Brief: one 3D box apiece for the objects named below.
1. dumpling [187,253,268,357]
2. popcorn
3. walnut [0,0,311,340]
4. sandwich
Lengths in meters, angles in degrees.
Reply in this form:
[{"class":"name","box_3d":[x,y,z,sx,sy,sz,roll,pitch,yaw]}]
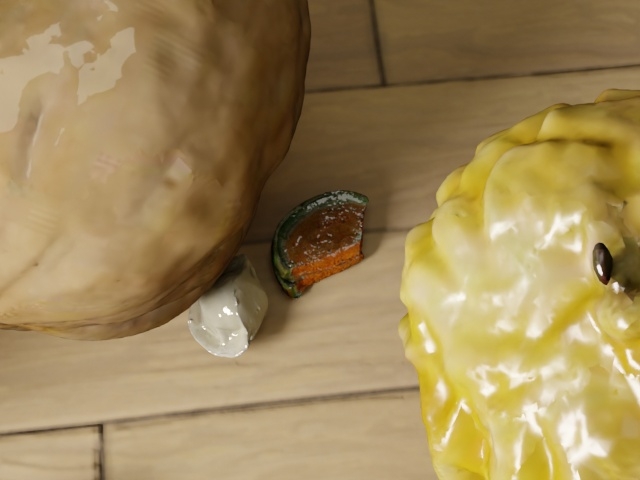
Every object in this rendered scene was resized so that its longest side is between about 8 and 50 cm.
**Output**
[{"class":"dumpling","box_3d":[-0.072,0.054,1.287,0.052,0.057,0.076,-17,85,-47]},{"class":"popcorn","box_3d":[0.235,0.073,1.125,0.349,0.382,0.349,-3,85,37]},{"class":"walnut","box_3d":[-0.182,-0.101,1.208,0.381,0.381,0.381,-1,61,2]},{"class":"sandwich","box_3d":[0.000,-0.004,1.321,0.101,0.026,0.069,-29,62,-14]}]
